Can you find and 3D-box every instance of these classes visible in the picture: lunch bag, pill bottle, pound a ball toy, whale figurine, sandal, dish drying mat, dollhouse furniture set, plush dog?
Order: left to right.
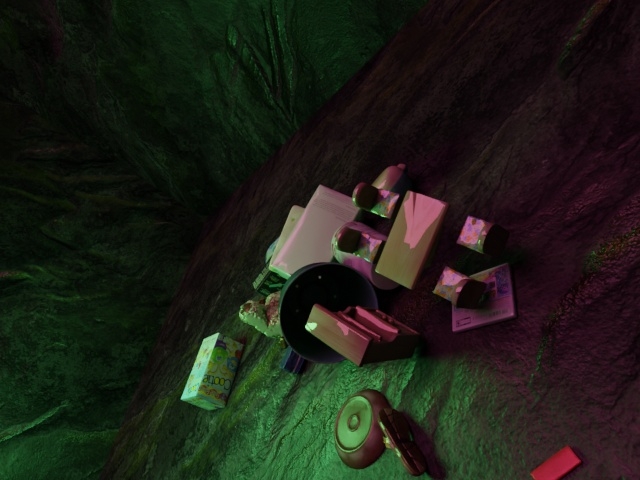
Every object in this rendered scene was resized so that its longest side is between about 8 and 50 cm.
[{"bbox_3d":[-0.153,0.275,1.614,0.263,0.210,0.225,-16,22,11],"label":"plush dog"},{"bbox_3d":[-0.166,0.038,1.961,0.219,0.090,0.176,-45,29,21],"label":"lunch bag"},{"bbox_3d":[-0.089,0.409,1.428,0.098,0.065,0.067,-65,12,-17],"label":"lunch bag"},{"bbox_3d":[-0.101,-0.004,1.744,0.208,0.136,0.318,129,163,-76],"label":"pound a ball toy"},{"bbox_3d":[0.156,0.045,1.328,0.160,0.160,0.283,-55,26,2],"label":"pill bottle"},{"bbox_3d":[0.252,-0.174,1.495,0.216,0.141,0.272,-50,2,12],"label":"whale figurine"},{"bbox_3d":[0.168,0.073,0.988,0.362,0.257,0.393,26,98,39],"label":"dollhouse furniture set"},{"bbox_3d":[0.175,0.456,0.936,0.180,0.072,0.048,-121,47,-58],"label":"sandal"},{"bbox_3d":[0.396,0.384,0.698,0.083,0.008,0.032,-47,28,14],"label":"dish drying mat"}]

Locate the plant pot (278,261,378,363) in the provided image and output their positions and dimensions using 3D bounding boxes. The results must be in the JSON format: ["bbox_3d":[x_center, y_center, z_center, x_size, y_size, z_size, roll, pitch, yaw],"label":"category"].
[{"bbox_3d":[0.003,0.199,1.287,0.292,0.293,0.235,-57,13,-3],"label":"plant pot"}]

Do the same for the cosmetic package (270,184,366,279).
[{"bbox_3d":[0.000,0.000,1.548,0.365,0.197,0.155,-59,-19,-12],"label":"cosmetic package"}]

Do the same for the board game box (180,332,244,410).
[{"bbox_3d":[-0.459,0.564,1.781,0.144,0.142,0.275,-29,36,42],"label":"board game box"}]

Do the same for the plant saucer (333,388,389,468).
[{"bbox_3d":[0.096,0.476,1.068,0.199,0.036,0.198,-40,29,28],"label":"plant saucer"}]

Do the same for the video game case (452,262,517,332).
[{"bbox_3d":[0.386,0.139,0.991,0.157,0.019,0.143,-31,35,42],"label":"video game case"}]

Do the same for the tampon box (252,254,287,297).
[{"bbox_3d":[-0.203,0.170,1.834,0.161,0.121,0.101,-53,27,5],"label":"tampon box"}]
